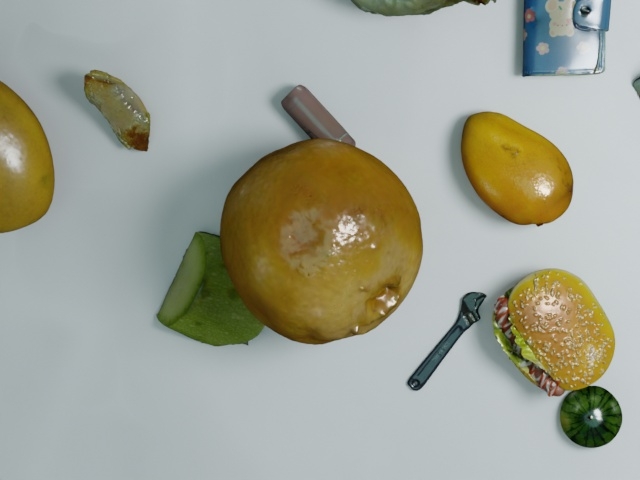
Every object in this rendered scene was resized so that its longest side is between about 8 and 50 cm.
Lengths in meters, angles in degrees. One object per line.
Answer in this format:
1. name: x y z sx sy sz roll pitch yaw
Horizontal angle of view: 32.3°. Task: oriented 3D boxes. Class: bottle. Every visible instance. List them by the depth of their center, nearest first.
1. bottle: -0.003 -0.194 1.844 0.053 0.053 0.140 -43 91 10

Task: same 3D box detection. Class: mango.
1. mango: 0.312 -0.118 1.791 0.145 0.112 0.219 -45 79 11
2. mango: -0.653 -0.165 1.847 0.445 0.232 0.300 24 96 -3

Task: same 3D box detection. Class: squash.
1. squash: -0.176 0.101 1.890 0.184 0.085 0.192 26 101 4

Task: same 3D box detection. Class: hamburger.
1. hamburger: 0.382 0.149 1.810 0.173 0.116 0.210 -33 93 8

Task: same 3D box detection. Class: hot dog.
1. hot dog: -0.338 -0.228 1.878 0.078 0.061 0.169 -23 120 17

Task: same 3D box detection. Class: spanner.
1. spanner: 0.215 0.171 1.887 0.046 0.012 0.208 37 101 2

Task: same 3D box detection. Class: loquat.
1. loquat: 0.000 0.000 1.745 0.328 0.328 0.329 1 98 7

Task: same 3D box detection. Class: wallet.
1. wallet: 0.393 -0.364 1.768 0.141 0.059 0.202 0 97 5

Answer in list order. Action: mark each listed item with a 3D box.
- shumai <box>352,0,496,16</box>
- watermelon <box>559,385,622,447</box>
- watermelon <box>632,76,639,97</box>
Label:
1. shumai: 0.156 -0.438 1.690 0.260 0.222 0.225 -22 117 7
2. watermelon: 0.454 0.296 1.847 0.105 0.062 0.106 0 89 7
3. watermelon: 0.619 -0.222 1.769 0.207 0.136 0.202 1 139 -19
